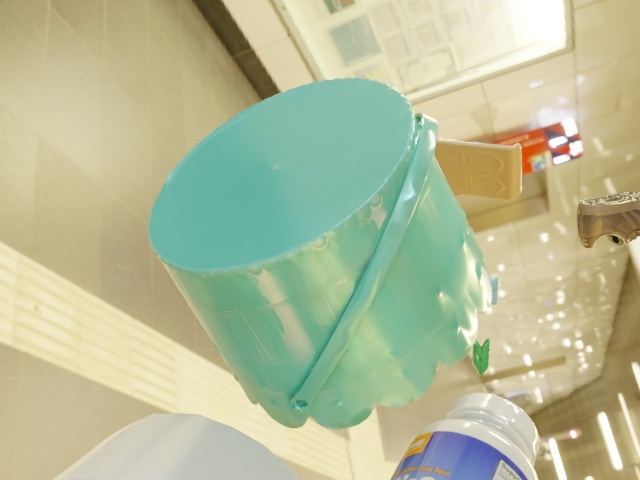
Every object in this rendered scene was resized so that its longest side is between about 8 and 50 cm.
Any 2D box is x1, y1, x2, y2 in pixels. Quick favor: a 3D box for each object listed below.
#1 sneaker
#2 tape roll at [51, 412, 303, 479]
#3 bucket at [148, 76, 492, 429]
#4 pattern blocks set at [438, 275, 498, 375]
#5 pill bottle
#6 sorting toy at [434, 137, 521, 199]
[{"bbox_3d":[0.461,-0.031,1.050,0.066,0.188,0.071,-143,-129,-64],"label":"sneaker"},{"bbox_3d":[-0.110,0.292,0.586,0.100,0.286,0.286,-34,108,-54],"label":"tape roll"},{"bbox_3d":[0.000,0.000,0.614,0.281,0.281,0.183,-91,157,-49],"label":"bucket"},{"bbox_3d":[0.122,0.123,1.135,0.026,0.324,0.286,88,17,-79],"label":"pattern blocks set"},{"bbox_3d":[0.140,0.287,0.729,0.272,0.152,0.152,-45,120,-49],"label":"pill bottle"},{"bbox_3d":[0.297,-0.148,1.400,0.193,0.208,0.038,60,38,-60],"label":"sorting toy"}]
